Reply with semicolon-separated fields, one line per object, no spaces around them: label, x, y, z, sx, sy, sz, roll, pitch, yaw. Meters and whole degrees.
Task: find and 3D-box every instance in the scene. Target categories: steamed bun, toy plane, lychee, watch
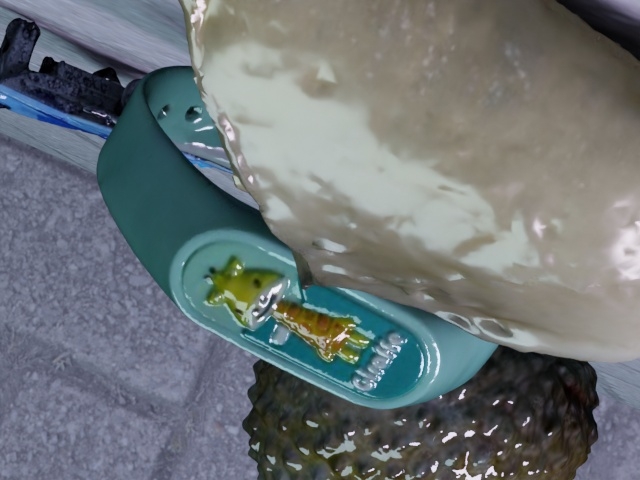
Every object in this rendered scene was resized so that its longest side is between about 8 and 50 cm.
steamed bun;0.036;-0.025;0.616;0.231;0.110;0.212;28;177;-14
toy plane;-0.173;-0.098;1.271;0.246;0.078;0.169;33;172;-30
lychee;0.077;0.121;1.442;0.255;0.274;0.255;38;-168;-10
watch;0.000;0.000;0.949;0.237;0.068;0.195;26;-155;-10
